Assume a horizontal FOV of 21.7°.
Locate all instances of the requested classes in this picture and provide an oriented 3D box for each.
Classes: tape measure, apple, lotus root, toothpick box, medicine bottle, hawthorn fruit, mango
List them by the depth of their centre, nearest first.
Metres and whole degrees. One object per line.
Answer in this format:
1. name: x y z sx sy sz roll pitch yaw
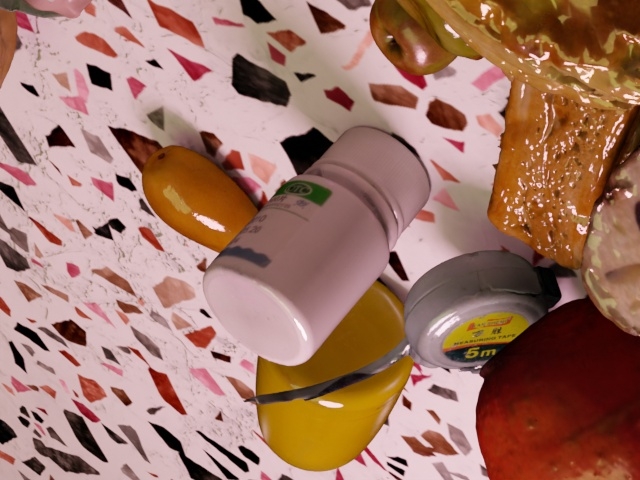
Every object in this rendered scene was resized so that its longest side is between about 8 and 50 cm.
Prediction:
1. lotus root: 0.313 -0.015 1.364 0.170 0.074 0.261 58 142 6
2. apple: 0.086 -0.192 1.492 0.090 0.074 0.089 30 149 20
3. hawthorn fruit: 0.308 0.181 1.567 0.307 0.265 0.265 -5 128 43
4. medicine bottle: 0.000 0.000 1.678 0.139 0.237 0.139 28 148 19
5. tape measure: 0.078 0.085 1.683 0.164 0.330 0.084 96 162 -47
6. mango: -0.129 -0.034 1.928 0.184 0.085 0.102 45 150 -19
7. toothpick box: 0.007 0.165 1.959 0.175 0.175 0.271 34 153 10

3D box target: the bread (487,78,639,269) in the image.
1. bread: 0.216 -0.093 1.479 0.139 0.077 0.271 31 148 21

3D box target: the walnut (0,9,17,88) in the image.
1. walnut: -0.457 -0.256 1.869 0.261 0.225 0.225 45 150 -19

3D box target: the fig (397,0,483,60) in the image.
1. fig: 0.109 -0.228 1.344 0.144 0.154 0.165 169 91 -73

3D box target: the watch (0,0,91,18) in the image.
1. watch: -0.332 -0.334 1.696 0.253 0.162 0.241 51 155 -17

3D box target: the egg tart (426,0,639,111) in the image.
1. egg tart: 0.203 -0.258 1.176 0.352 0.150 0.352 14 130 17
